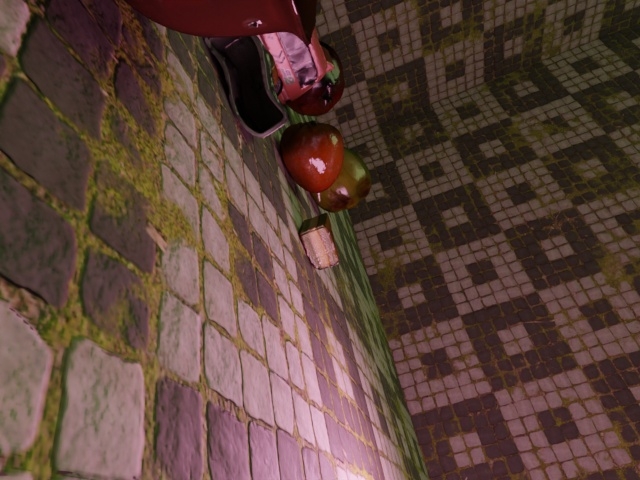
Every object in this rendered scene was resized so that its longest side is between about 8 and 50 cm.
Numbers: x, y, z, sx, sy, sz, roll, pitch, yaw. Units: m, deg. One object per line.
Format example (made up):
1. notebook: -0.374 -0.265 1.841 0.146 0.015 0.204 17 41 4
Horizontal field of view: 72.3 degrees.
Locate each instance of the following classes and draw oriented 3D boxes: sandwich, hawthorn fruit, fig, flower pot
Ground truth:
1. sandwich: 0.000 0.000 1.204 0.163 0.079 0.114 -86 157 -75
2. hawthorn fruit: -0.017 -0.229 1.301 0.199 0.199 0.252 -95 173 -62
3. fig: 0.059 -0.244 1.633 0.239 0.239 0.271 -54 121 -81
4. hawthorn fruit: -0.046 -0.643 1.715 0.316 0.315 0.316 -20 90 -82
5. flower pot: -0.144 -0.332 0.920 0.108 0.103 0.230 -83 152 -75

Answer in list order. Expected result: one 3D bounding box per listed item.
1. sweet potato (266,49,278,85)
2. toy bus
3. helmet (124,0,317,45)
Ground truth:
1. sweet potato: -0.149 -0.413 1.087 0.252 0.097 0.097 -96 165 -82
2. toy bus: -0.133 -0.601 1.181 0.427 0.232 0.203 60 13 -50
3. helmet: -0.155 -0.365 0.472 0.337 0.229 0.386 50 31 -64
